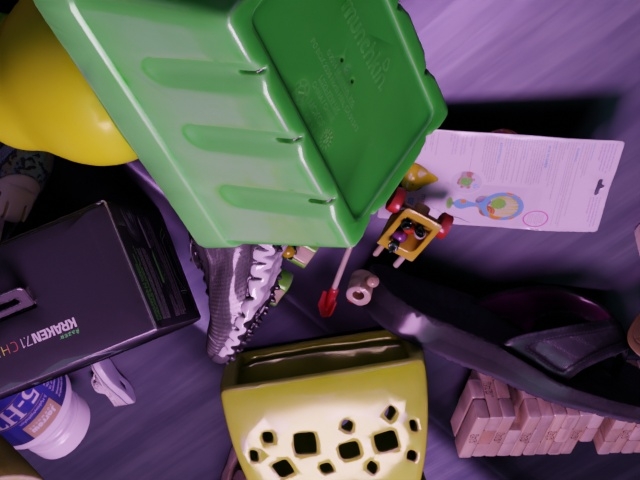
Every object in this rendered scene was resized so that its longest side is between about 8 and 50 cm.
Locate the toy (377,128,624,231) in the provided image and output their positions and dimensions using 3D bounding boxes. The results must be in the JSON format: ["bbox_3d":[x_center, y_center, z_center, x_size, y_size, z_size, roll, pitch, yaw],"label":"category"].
[{"bbox_3d":[0.183,-0.076,1.505,0.237,0.056,0.137,1,139,-4],"label":"toy"}]

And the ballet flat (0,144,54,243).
[{"bbox_3d":[-0.321,-0.030,1.451,0.070,0.070,0.188,17,133,-28],"label":"ballet flat"}]

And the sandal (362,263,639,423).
[{"bbox_3d":[0.253,0.107,1.664,0.446,0.167,0.107,21,107,-30],"label":"sandal"}]

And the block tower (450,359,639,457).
[{"bbox_3d":[0.340,0.214,1.845,0.336,0.091,0.097,1,139,-14],"label":"block tower"}]

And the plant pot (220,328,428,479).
[{"bbox_3d":[0.015,0.228,1.636,0.228,0.227,0.207,-8,96,0],"label":"plant pot"}]

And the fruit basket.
[{"bbox_3d":[-0.123,-0.171,1.240,0.392,0.283,0.392,30,158,13],"label":"fruit basket"}]

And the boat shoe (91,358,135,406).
[{"bbox_3d":[-0.256,0.170,1.719,0.035,0.035,0.100,-20,145,8],"label":"boat shoe"}]

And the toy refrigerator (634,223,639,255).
[{"bbox_3d":[0.467,-0.053,1.564,0.102,0.094,0.269,19,131,-20],"label":"toy refrigerator"}]

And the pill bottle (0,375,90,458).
[{"bbox_3d":[-0.351,0.173,1.643,0.112,0.112,0.186,-26,137,17],"label":"pill bottle"}]

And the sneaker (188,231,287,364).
[{"bbox_3d":[-0.092,0.022,1.478,0.106,0.078,0.234,28,125,9],"label":"sneaker"}]

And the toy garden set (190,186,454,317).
[{"bbox_3d":[0.000,0.000,1.510,0.204,0.049,0.244,29,129,-11],"label":"toy garden set"}]

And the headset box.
[{"bbox_3d":[-0.269,0.069,1.393,0.246,0.131,0.283,-22,178,4],"label":"headset box"}]

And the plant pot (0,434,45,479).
[{"bbox_3d":[-0.465,0.228,1.480,0.275,0.293,0.274,-32,152,-19],"label":"plant pot"}]

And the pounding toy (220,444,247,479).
[{"bbox_3d":[-0.033,0.317,1.840,0.155,0.154,0.269,4,138,-15],"label":"pounding toy"}]

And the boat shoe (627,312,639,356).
[{"bbox_3d":[0.463,0.077,1.691,0.223,0.080,0.073,-36,145,-3],"label":"boat shoe"}]
